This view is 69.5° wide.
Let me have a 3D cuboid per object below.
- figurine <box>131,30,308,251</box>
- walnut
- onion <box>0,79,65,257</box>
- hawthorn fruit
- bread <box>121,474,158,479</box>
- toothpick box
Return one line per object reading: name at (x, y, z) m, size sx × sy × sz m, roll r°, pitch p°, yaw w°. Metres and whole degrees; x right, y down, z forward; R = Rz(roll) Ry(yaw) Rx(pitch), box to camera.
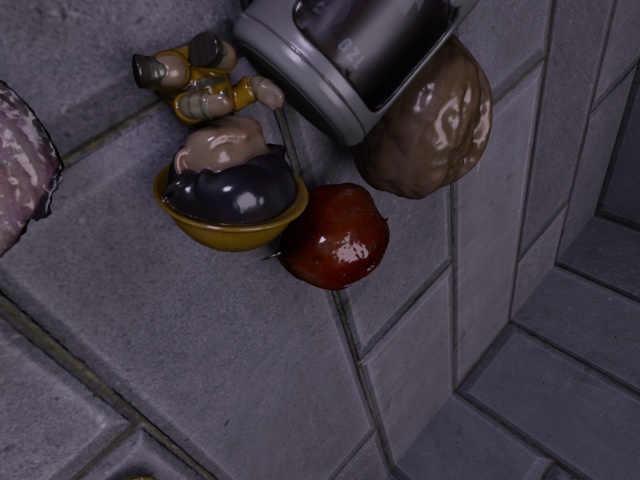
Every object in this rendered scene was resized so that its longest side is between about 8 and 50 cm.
figurine at (-0.122, -0.111, 0.569) m, size 0.192 × 0.167 × 0.257 m, roll -25°, pitch 108°, yaw -32°
walnut at (0.160, -0.206, 0.767) m, size 0.273 × 0.227 × 0.273 m, roll -32°, pitch 139°, yaw -33°
onion at (-0.366, -0.066, 0.371) m, size 0.250 × 0.111 × 0.247 m, roll -47°, pitch 120°, yaw 0°
hawthorn fruit at (0.000, 0.000, 0.790) m, size 0.235 × 0.181 × 0.181 m, roll -20°, pitch 129°, yaw -24°
bread at (-0.355, 0.475, 0.785) m, size 0.187 × 0.065 × 0.150 m, roll -18°, pitch 116°, yaw -38°
toothpick box at (0.063, -0.302, 0.581) m, size 0.316 × 0.229 × 0.229 m, roll -48°, pitch 143°, yaw 3°
